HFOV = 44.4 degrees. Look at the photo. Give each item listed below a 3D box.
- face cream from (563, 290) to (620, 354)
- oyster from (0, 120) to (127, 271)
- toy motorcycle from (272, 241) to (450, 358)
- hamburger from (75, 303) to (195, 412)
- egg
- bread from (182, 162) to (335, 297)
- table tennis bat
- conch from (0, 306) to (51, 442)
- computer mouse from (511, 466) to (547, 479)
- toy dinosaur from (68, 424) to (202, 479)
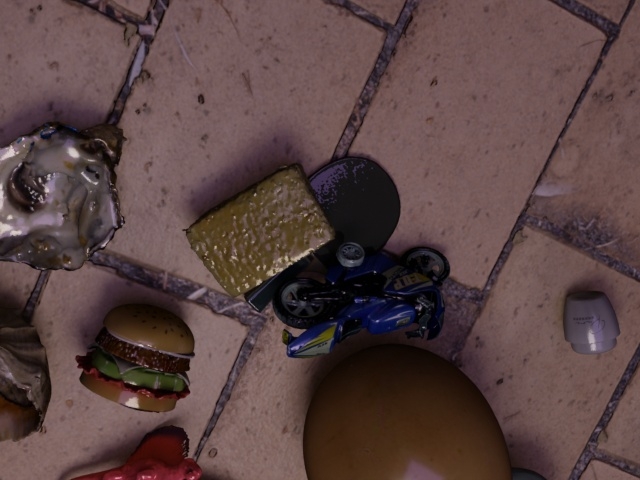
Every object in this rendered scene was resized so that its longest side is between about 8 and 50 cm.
[{"bbox_3d":[0.459,0.139,1.335,0.091,0.091,0.095,-13,97,-9],"label":"face cream"},{"bbox_3d":[-0.387,-0.063,1.113,0.222,0.083,0.214,3,98,-7],"label":"oyster"},{"bbox_3d":[0.080,0.095,1.191,0.315,0.169,0.113,-15,140,-21],"label":"toy motorcycle"},{"bbox_3d":[-0.258,0.164,1.150,0.175,0.175,0.137,22,90,-16],"label":"hamburger"},{"bbox_3d":[0.135,0.340,1.187,0.301,0.301,0.374,-31,83,-4],"label":"egg"},{"bbox_3d":[-0.085,-0.017,1.164,0.196,0.102,0.138,-32,90,5],"label":"bread"},{"bbox_3d":[0.000,0.000,1.240,0.301,0.022,0.173,-45,108,-1],"label":"table tennis bat"},{"bbox_3d":[-0.479,0.164,1.108,0.209,0.159,0.291,7,140,-5],"label":"conch"},{"bbox_3d":[0.300,0.540,1.373,0.188,0.122,0.371,3,108,-10],"label":"computer mouse"},{"bbox_3d":[-0.292,0.345,1.216,0.285,0.139,0.070,-10,134,28],"label":"toy dinosaur"}]
